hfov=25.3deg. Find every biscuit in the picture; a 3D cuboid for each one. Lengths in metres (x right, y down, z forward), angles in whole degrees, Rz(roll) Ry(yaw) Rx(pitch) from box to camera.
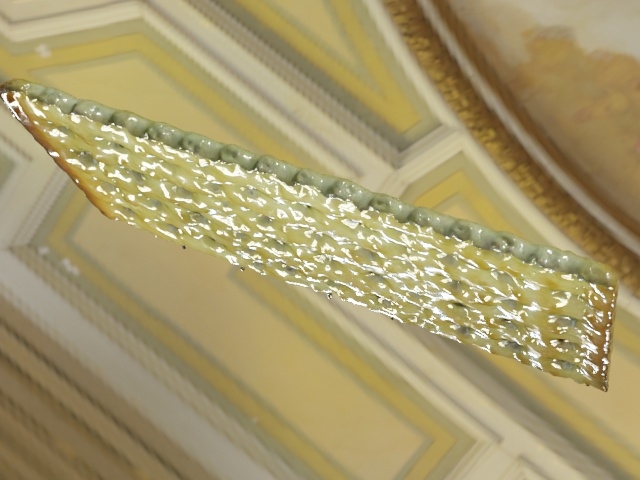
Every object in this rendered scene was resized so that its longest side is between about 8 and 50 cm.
[{"bbox_3d":[0.000,0.000,0.542,0.232,0.139,0.016,18,-106,16],"label":"biscuit"}]
